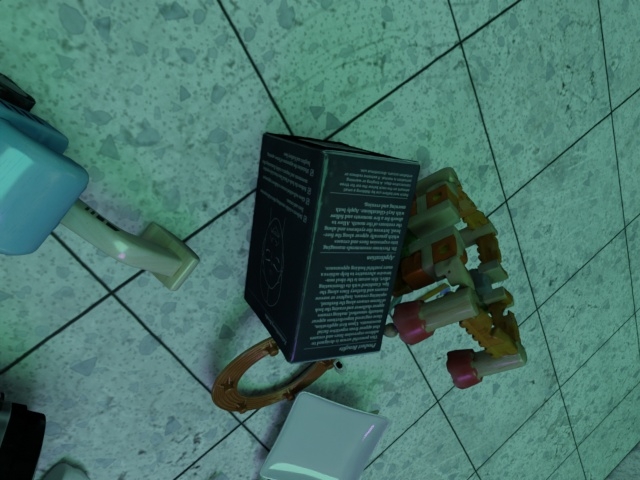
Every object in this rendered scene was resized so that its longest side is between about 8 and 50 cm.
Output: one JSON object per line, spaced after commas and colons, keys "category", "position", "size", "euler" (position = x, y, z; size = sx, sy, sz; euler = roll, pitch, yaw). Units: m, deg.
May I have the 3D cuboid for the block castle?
{"category": "block castle", "position": [0.284, 0.075, 1.030], "size": [0.212, 0.454, 0.303], "euler": [-27, 127, 32]}

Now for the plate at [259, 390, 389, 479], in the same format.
{"category": "plate", "position": [0.010, 0.552, 1.204], "size": [0.277, 0.045, 0.278], "euler": [23, 101, -15]}

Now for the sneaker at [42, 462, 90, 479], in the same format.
{"category": "sneaker", "position": [-0.595, 0.583, 0.946], "size": [0.212, 0.080, 0.094], "euler": [-43, 134, -10]}

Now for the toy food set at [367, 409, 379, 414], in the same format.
{"category": "toy food set", "position": [0.087, 0.578, 1.317], "size": [0.128, 0.071, 0.218], "euler": [8, 107, -55]}

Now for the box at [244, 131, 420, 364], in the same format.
{"category": "box", "position": [0.000, 0.000, 0.917], "size": [0.211, 0.293, 0.396], "euler": [1, 108, -28]}

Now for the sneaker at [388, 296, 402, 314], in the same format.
{"category": "sneaker", "position": [0.208, 0.137, 1.227], "size": [0.166, 0.065, 0.076], "euler": [-50, 139, 0]}

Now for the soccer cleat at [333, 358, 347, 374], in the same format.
{"category": "soccer cleat", "position": [0.054, 0.351, 1.227], "size": [0.029, 0.035, 0.083], "euler": [-37, 121, -12]}

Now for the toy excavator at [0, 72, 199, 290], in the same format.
{"category": "toy excavator", "position": [-0.422, -0.058, 0.691], "size": [0.445, 0.433, 0.222], "euler": [39, 87, -5]}

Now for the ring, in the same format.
{"category": "ring", "position": [-0.093, 0.320, 1.057], "size": [0.336, 0.032, 0.337], "euler": [-20, 141, -17]}

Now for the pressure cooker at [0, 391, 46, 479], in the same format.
{"category": "pressure cooker", "position": [-0.639, 0.425, 0.686], "size": [0.420, 0.370, 0.376], "euler": [26, 98, -29]}

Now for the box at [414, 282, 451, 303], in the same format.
{"category": "box", "position": [0.335, 0.194, 1.326], "size": [0.136, 0.028, 0.081], "euler": [-27, 119, -19]}
